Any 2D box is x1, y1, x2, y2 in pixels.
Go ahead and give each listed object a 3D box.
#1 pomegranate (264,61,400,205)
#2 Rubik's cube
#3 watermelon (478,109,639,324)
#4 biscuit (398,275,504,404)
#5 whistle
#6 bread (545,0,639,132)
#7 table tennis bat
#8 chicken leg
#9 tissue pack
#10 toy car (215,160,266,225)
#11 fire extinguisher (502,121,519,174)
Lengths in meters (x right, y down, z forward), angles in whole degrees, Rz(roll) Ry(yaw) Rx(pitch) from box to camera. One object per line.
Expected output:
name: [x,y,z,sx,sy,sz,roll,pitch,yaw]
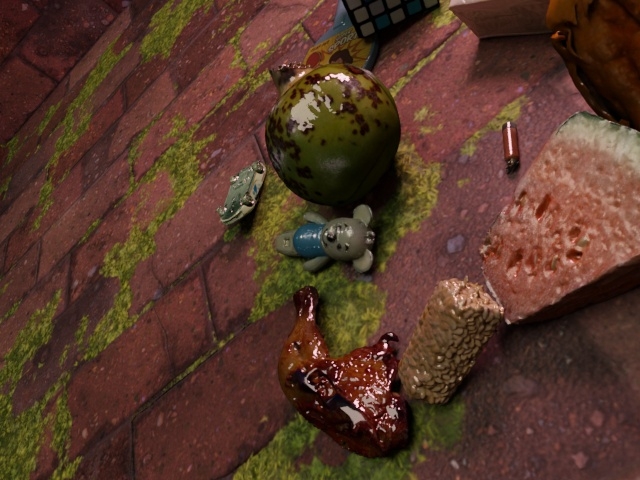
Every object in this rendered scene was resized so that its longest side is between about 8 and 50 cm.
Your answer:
pomegranate: [0.013,-0.194,0.908,0.254,0.270,0.254,-33,15,10]
Rubik's cube: [0.117,-0.563,1.085,0.187,0.184,0.182,-21,49,13]
watermelon: [0.307,-0.006,0.628,0.256,0.140,0.193,-48,45,22]
biscuit: [0.158,0.129,0.671,0.168,0.070,0.082,-67,30,26]
whistle: [0.000,0.000,0.929,0.236,0.077,0.114,-3,86,44]
bread: [0.425,-0.233,0.533,0.204,0.337,0.358,-36,41,-16]
table tennis bat: [0.043,-0.441,1.210,0.215,0.044,0.329,-12,58,38]
chicken leg: [0.021,0.187,0.792,0.322,0.083,0.177,25,73,46]
tissue pack: [0.342,-0.464,0.861,0.185,0.124,0.225,16,87,48]
toy car: [-0.168,-0.099,1.160,0.093,0.058,0.186,-23,38,31]
fire extinguisher: [0.286,-0.139,0.799,0.028,0.022,0.083,119,160,-60]
